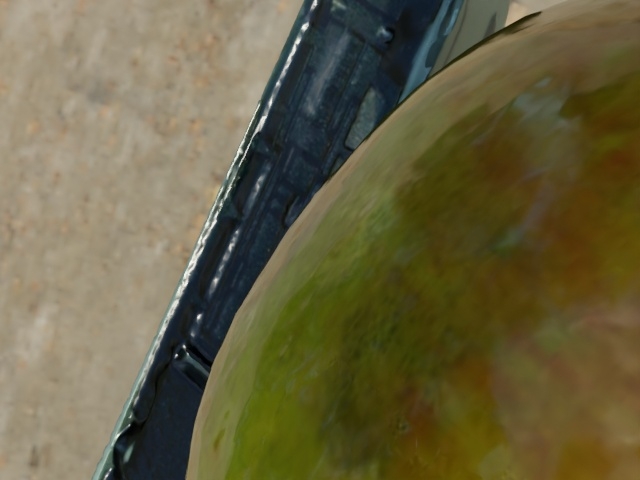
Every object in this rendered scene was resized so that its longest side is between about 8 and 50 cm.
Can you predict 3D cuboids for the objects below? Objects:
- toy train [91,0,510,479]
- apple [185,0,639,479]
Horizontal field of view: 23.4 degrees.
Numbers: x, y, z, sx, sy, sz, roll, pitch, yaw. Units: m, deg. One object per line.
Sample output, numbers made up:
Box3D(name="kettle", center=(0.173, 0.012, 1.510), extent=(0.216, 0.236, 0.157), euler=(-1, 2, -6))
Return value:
Box3D(name="toy train", center=(0.000, 0.000, 0.766), extent=(0.086, 0.088, 0.407), euler=(39, 114, 32))
Box3D(name="apple", center=(0.124, 0.096, 0.440), extent=(0.339, 0.339, 0.340), euler=(-22, 62, 47))
